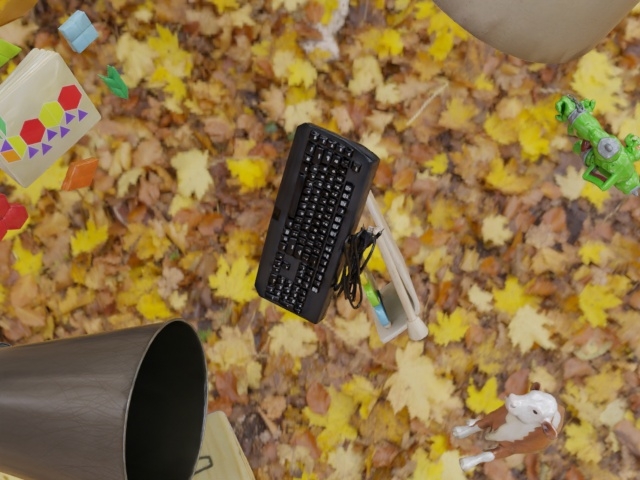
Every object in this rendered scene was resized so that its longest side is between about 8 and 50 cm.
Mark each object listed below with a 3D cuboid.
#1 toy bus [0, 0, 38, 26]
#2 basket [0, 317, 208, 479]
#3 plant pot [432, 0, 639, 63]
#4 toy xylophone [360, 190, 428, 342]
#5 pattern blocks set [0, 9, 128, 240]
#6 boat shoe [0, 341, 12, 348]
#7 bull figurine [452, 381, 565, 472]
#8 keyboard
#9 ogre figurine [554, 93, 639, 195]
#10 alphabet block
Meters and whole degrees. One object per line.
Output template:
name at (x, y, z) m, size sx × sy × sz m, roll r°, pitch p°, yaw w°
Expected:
toy bus at (-0.256, -0.350, 0.733) m, size 0.130 × 0.332 × 0.108 m, roll 30°, pitch 23°, yaw -9°
basket at (-0.256, 0.182, 0.868) m, size 0.227 × 0.154 × 0.204 m, roll -2°, pitch 68°, yaw 21°
plant pot at (0.218, -0.312, 0.607) m, size 0.257 × 0.274 × 0.256 m, roll 12°, pitch 63°, yaw -25°
toy xylophone at (0.064, 0.014, 1.184) m, size 0.081 × 0.322 × 0.236 m, roll -24°, pitch 24°, yaw 7°
pattern blocks set at (-0.431, -0.178, 1.235) m, size 0.026 × 0.285 × 0.325 m, roll 24°, pitch 55°, yaw 36°
boat shoe at (-0.419, 0.233, 1.203) m, size 0.084 × 0.079 × 0.233 m, roll -13°, pitch 56°, yaw -48°
bull figurine at (0.328, 0.314, 1.390) m, size 0.189 × 0.310 × 0.101 m, roll -25°, pitch 69°, yaw 18°
keyboard at (0.000, 0.000, 0.699) m, size 0.100 × 0.192 × 0.038 m, roll 22°, pitch 38°, yaw 7°
ogre figurine at (0.433, -0.135, 1.262) m, size 0.097 × 0.197 × 0.118 m, roll -27°, pitch 47°, yaw -3°
alphabet block at (-0.203, 0.446, 1.404) m, size 0.194 × 0.192 × 0.197 m, roll -25°, pitch 34°, yaw -8°
